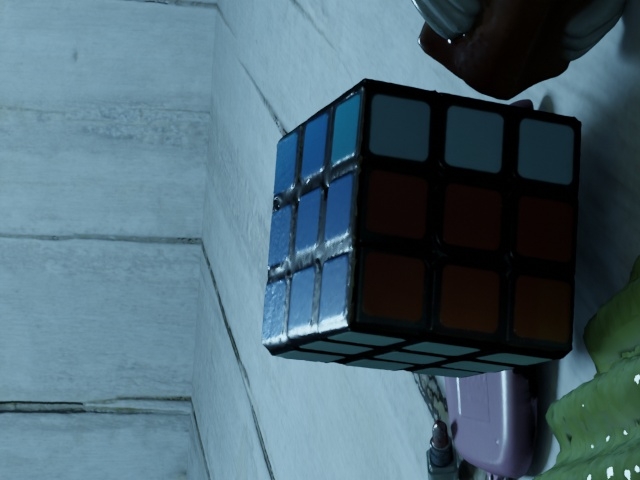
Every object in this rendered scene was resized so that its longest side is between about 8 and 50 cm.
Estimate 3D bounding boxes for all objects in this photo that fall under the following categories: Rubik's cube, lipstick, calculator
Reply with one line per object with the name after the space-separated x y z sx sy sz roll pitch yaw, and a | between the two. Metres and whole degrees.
0.063 -0.001 0.998 0.162 0.163 0.160 153 123 -68 | Rubik's cube
0.100 0.178 1.254 0.107 0.025 0.025 81 -177 -53 | lipstick
0.127 0.046 1.164 0.194 0.043 0.294 168 102 -78 | calculator

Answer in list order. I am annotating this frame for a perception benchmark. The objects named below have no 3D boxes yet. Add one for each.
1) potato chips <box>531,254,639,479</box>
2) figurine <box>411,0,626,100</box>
0.194 0.150 0.762 0.429 0.070 0.358 135 138 -72 | potato chips
0.138 -0.238 0.969 0.338 0.204 0.283 -83 -11 -79 | figurine
